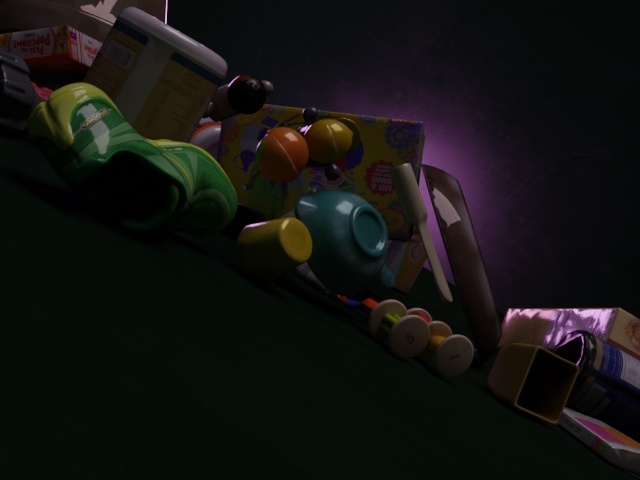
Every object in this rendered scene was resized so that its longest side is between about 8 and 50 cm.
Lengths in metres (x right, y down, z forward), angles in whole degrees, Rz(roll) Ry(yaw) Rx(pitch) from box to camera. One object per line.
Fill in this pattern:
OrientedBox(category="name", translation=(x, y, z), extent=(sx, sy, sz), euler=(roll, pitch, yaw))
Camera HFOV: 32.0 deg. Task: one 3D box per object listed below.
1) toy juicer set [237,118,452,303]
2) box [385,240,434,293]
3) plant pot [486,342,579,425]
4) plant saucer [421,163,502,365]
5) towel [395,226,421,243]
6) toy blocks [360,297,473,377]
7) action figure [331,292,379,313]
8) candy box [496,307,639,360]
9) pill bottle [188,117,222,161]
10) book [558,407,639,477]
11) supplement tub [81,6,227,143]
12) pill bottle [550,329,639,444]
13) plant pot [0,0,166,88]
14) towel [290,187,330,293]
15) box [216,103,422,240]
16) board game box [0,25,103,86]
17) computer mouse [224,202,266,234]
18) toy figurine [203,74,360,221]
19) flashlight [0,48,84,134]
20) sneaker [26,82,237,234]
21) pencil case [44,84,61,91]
OrientedBox(category="toy juicer set", translation=(0.026, -0.035, 1.350), extent=(0.089, 0.209, 0.329), euler=(-20, -23, 40))
OrientedBox(category="box", translation=(0.107, 0.004, 2.178), extent=(0.103, 0.114, 0.203), euler=(25, 7, -39))
OrientedBox(category="plant pot", translation=(0.258, 0.174, 1.405), extent=(0.081, 0.081, 0.083), euler=(27, -7, -31))
OrientedBox(category="plant saucer", translation=(0.213, 0.030, 1.648), extent=(0.310, 0.050, 0.310), euler=(-15, 90, -84))
OrientedBox(category="towel", translation=(0.028, -0.079, 2.073), extent=(0.317, 0.053, 0.332), euler=(9, 18, -5))
OrientedBox(category="toy blocks", translation=(0.098, 0.102, 1.332), extent=(0.123, 0.054, 0.148), euler=(25, 4, -29))
OrientedBox(category="action figure", translation=(0.070, 0.093, 1.444), extent=(0.115, 0.030, 0.038), euler=(33, 0, 22))
OrientedBox(category="candy box", translation=(0.461, 0.190, 1.903), extent=(0.183, 0.087, 0.316), euler=(29, -15, -20))
OrientedBox(category="pill bottle", translation=(-0.219, -0.165, 1.938), extent=(0.121, 0.121, 0.221), euler=(27, 5, -35))
OrientedBox(category="book", translation=(0.367, 0.258, 1.444), extent=(0.096, 0.035, 0.144), euler=(24, 6, -25))
OrientedBox(category="supplement tub", translation=(-0.215, -0.158, 1.319), extent=(0.144, 0.199, 0.144), euler=(30, 4, -2))
OrientedBox(category="pill bottle", translation=(0.454, 0.235, 1.687), extent=(0.219, 0.123, 0.123), euler=(29, 4, -12))
OrientedBox(category="plant pot", translation=(-0.396, -0.413, 1.957), extent=(0.323, 0.280, 0.323), euler=(15, -13, 4))
OrientedBox(category="towel", translation=(0.000, 0.000, 1.510), extent=(0.152, 0.113, 0.023), euler=(35, -4, 46))
OrientedBox(category="box", translation=(0.007, -0.102, 1.711), extent=(0.290, 0.177, 0.279), euler=(7, 3, 5))
OrientedBox(category="board game box", translation=(-0.388, -0.234, 1.454), extent=(0.193, 0.045, 0.147), euler=(-5, -2, 12))
OrientedBox(category="computer mouse", translation=(-0.185, -0.057, 1.502), extent=(0.242, 0.041, 0.071), euler=(22, -3, -12))
OrientedBox(category="toy figurine", translation=(-0.076, -0.094, 1.411), extent=(0.213, 0.209, 0.148), euler=(29, -9, -18))
OrientedBox(category="flashlight", translation=(-0.338, -0.175, 1.364), extent=(0.103, 0.103, 0.304), euler=(30, 3, 17))
OrientedBox(category="sneaker", translation=(-0.179, -0.050, 1.122), extent=(0.295, 0.109, 0.123), euler=(29, 28, -58))
OrientedBox(category="pencil case", translation=(-0.381, -0.220, 1.805), extent=(0.086, 0.088, 0.206), euler=(-20, 29, -22))
